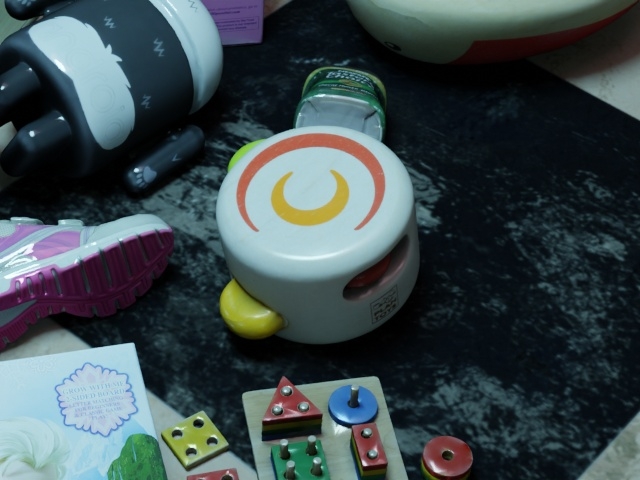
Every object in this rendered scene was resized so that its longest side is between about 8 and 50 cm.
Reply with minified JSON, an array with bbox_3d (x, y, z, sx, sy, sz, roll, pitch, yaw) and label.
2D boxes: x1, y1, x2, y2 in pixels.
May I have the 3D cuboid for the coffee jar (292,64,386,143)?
[{"bbox_3d":[0.023,-0.137,1.601,0.096,0.079,0.184,9,16,0],"label":"coffee jar"}]

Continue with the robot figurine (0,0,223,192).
[{"bbox_3d":[-0.235,-0.173,1.600,0.278,0.209,0.174,-35,41,-31],"label":"robot figurine"}]

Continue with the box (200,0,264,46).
[{"bbox_3d":[-0.137,-0.387,1.761,0.117,0.243,0.213,-6,46,-10],"label":"box"}]

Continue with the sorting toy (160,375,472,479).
[{"bbox_3d":[-0.005,0.176,1.362,0.275,0.046,0.132,-6,47,-10],"label":"sorting toy"}]

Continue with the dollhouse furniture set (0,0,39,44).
[{"bbox_3d":[-0.457,-0.394,1.708,0.256,0.362,0.394,-49,57,8],"label":"dollhouse furniture set"}]

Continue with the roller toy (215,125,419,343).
[{"bbox_3d":[0.000,0.000,1.464,0.191,0.146,0.209,0,51,8],"label":"roller toy"}]

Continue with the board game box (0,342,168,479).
[{"bbox_3d":[-0.271,0.251,1.192,0.319,0.066,0.318,-8,59,-20],"label":"board game box"}]

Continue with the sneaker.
[{"bbox_3d":[-0.268,0.018,1.456,0.252,0.103,0.111,-18,51,-21],"label":"sneaker"}]

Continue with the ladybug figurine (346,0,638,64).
[{"bbox_3d":[0.226,-0.329,1.788,0.449,0.162,0.305,-16,49,-18],"label":"ladybug figurine"}]
